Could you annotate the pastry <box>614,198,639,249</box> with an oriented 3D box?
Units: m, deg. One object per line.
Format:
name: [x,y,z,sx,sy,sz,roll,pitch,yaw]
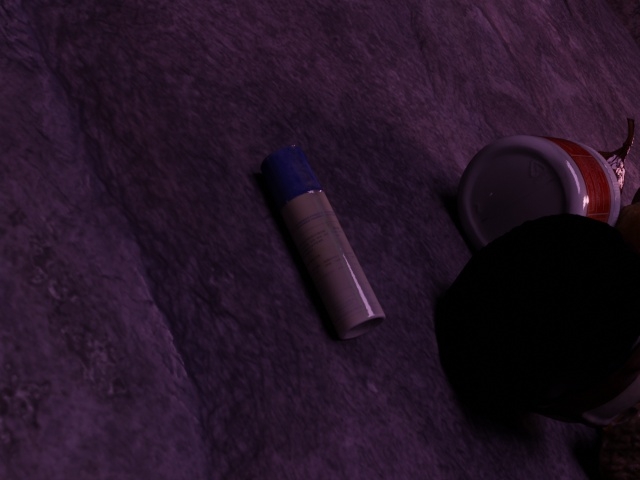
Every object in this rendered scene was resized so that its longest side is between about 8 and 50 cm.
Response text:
pastry: [0.528,0.082,1.446,0.136,0.329,0.329,-9,56,-9]

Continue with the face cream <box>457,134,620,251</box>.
face cream: [0.336,-0.060,1.409,0.187,0.201,0.201,-6,62,-54]

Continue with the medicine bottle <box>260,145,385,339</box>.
medicine bottle: [0.000,0.000,1.055,0.059,0.059,0.230,1,57,-51]

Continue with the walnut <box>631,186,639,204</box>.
walnut: [0.782,-0.030,1.895,0.285,0.285,0.296,53,38,3]

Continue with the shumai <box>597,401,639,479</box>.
shumai: [0.464,0.271,1.291,0.175,0.166,0.205,-86,155,-59]

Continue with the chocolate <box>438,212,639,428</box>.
chocolate: [0.319,0.123,1.177,0.186,0.284,0.283,50,26,-39]

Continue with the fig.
fig: [0.548,-0.133,1.763,0.146,0.201,0.133,33,26,-37]
